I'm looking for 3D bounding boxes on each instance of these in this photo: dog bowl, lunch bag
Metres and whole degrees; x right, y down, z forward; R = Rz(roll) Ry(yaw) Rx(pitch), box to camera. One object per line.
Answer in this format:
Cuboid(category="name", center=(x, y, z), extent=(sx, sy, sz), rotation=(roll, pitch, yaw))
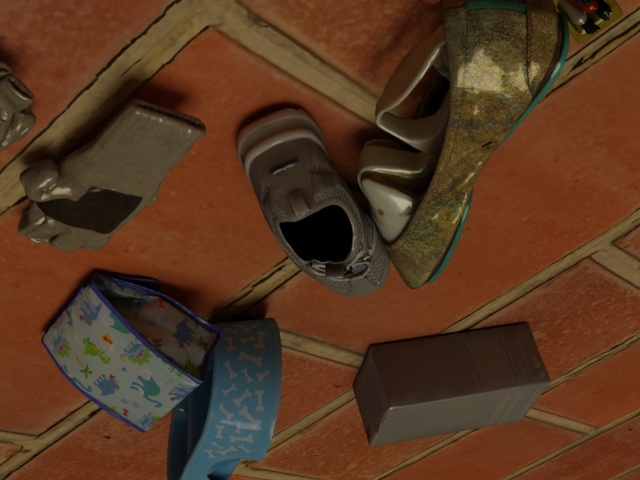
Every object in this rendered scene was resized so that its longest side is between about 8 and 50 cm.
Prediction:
Cuboid(category="dog bowl", center=(-0.120, 0.204, 1.123), extent=(0.074, 0.166, 0.297), rotation=(9, 141, -17))
Cuboid(category="lunch bag", center=(-0.202, 0.110, 0.998), extent=(0.151, 0.096, 0.129), rotation=(34, 127, -16))

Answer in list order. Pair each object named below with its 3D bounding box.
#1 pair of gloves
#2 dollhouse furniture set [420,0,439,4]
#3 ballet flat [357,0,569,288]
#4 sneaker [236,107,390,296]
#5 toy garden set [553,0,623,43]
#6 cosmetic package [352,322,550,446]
Cuboid(category="pair of gloves", center=(-0.236, -0.066, 0.765), extent=(0.240, 0.042, 0.204), rotation=(10, 142, -33))
Cuboid(category="dollhouse furniture set", center=(-0.042, -0.229, 0.406), extent=(0.374, 0.201, 0.152), rotation=(8, 115, -44))
Cuboid(category="ballet flat", center=(0.094, -0.080, 0.834), extent=(0.123, 0.123, 0.349), rotation=(-4, 147, -19))
Cuboid(category="sneaker", center=(0.000, 0.000, 0.902), extent=(0.105, 0.115, 0.281), rotation=(-24, 147, 11))
Cuboid(category="toy garden set", center=(0.218, -0.249, 0.689), extent=(0.203, 0.049, 0.244), rotation=(-34, 144, 25))
Cuboid(category="cosmetic package", center=(0.174, 0.197, 1.297), extent=(0.237, 0.107, 0.127), rotation=(-3, 145, -16))
